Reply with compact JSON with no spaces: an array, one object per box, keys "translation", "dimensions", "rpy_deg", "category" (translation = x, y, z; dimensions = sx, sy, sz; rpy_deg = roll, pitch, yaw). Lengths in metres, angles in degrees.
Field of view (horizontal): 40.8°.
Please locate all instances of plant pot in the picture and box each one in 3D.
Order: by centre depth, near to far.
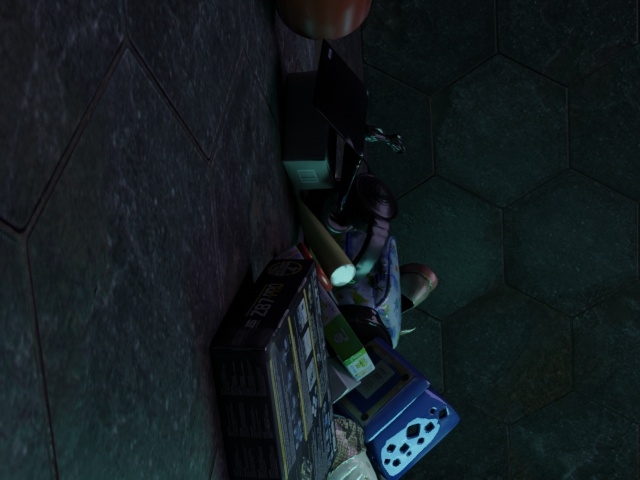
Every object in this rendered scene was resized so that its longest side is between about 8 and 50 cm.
[{"translation":[0.004,-0.549,1.684],"dimensions":[0.265,0.272,0.273],"rpy_deg":[88,3,-69],"category":"plant pot"},{"translation":[0.149,0.383,2.035],"dimensions":[0.236,0.236,0.212],"rpy_deg":[39,-14,46],"category":"plant pot"}]

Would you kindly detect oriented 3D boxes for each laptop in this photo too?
[{"translation":[0.025,-0.239,1.826],"dimensions":[0.264,0.136,0.234],"rpy_deg":[112,-10,-45],"category":"laptop"}]

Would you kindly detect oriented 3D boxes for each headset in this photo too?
[{"translation":[0.094,-0.077,1.992],"dimensions":[0.185,0.243,0.395],"rpy_deg":[21,75,-35],"category":"headset"}]

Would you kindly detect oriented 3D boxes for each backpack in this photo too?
[{"translation":[0.101,0.136,2.226],"dimensions":[0.290,0.273,0.356],"rpy_deg":[72,0,-46],"category":"backpack"}]

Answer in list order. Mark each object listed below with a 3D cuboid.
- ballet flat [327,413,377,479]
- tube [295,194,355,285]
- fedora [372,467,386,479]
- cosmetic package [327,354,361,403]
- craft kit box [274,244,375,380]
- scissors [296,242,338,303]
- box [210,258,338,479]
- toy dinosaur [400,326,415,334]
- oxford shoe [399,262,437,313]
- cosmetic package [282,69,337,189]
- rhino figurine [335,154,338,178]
[{"translation":[0.050,0.489,1.825],"dimensions":[0.182,0.164,0.483],"rpy_deg":[51,-9,21],"category":"ballet flat"},{"translation":[0.000,0.000,1.889],"dimensions":[0.070,0.062,0.240],"rpy_deg":[-58,-138,23],"category":"tube"},{"translation":[0.094,0.617,2.319],"dimensions":[0.244,0.124,0.276],"rpy_deg":[-87,162,-44],"category":"fedora"},{"translation":[0.008,0.305,1.800],"dimensions":[0.085,0.117,0.231],"rpy_deg":[53,5,11],"category":"cosmetic package"},{"translation":[0.013,0.152,1.746],"dimensions":[0.250,0.061,0.247],"rpy_deg":[55,0,19],"category":"craft kit box"},{"translation":[0.015,0.103,1.840],"dimensions":[0.109,0.021,0.297],"rpy_deg":[51,-6,36],"category":"scissors"},{"translation":[-0.060,0.270,1.406],"dimensions":[0.318,0.097,0.395],"rpy_deg":[-63,150,-64],"category":"box"},{"translation":[0.149,0.350,2.521],"dimensions":[0.295,0.127,0.200],"rpy_deg":[-39,144,-27],"category":"toy dinosaur"},{"translation":[0.172,0.158,2.438],"dimensions":[0.123,0.348,0.130],"rpy_deg":[48,53,-11],"category":"oxford shoe"},{"translation":[-0.019,-0.243,1.889],"dimensions":[0.127,0.107,0.238],"rpy_deg":[65,27,-62],"category":"cosmetic package"},{"translation":[0.006,-0.198,2.147],"dimensions":[0.106,0.073,0.244],"rpy_deg":[48,39,-71],"category":"rhino figurine"}]
